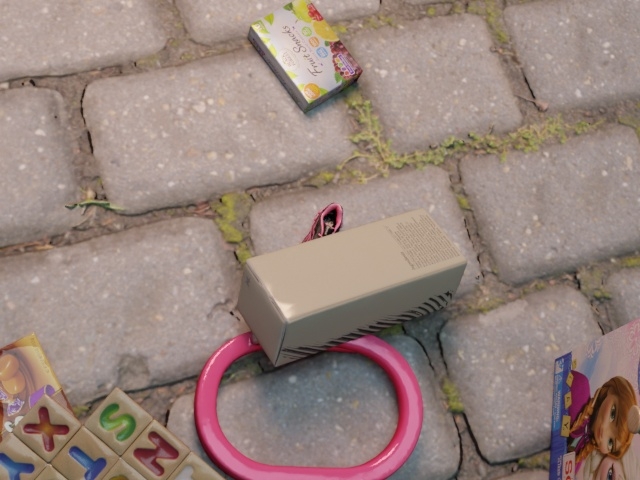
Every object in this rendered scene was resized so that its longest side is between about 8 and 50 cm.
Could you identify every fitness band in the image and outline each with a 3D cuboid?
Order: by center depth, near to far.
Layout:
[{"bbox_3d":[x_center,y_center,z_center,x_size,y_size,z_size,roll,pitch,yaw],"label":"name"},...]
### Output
[{"bbox_3d":[-0.013,0.210,1.351,0.291,0.054,0.209,4,72,-11],"label":"fitness band"}]

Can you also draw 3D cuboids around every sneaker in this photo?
[{"bbox_3d":[0.000,0.000,1.421,0.047,0.057,0.119,24,69,-7],"label":"sneaker"}]

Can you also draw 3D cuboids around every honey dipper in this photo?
[{"bbox_3d":[0.403,0.195,1.128,0.161,0.030,0.030,6,71,-10],"label":"honey dipper"}]

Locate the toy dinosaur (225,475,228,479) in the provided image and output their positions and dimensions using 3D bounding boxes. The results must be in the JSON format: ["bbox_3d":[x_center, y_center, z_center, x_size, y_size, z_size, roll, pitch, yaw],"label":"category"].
[{"bbox_3d":[-0.142,0.370,1.267,0.092,0.053,0.183,41,68,3],"label":"toy dinosaur"}]

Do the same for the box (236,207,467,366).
[{"bbox_3d":[0.041,0.055,1.354,0.275,0.094,0.113,-16,52,-27],"label":"box"}]

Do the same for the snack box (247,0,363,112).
[{"bbox_3d":[-0.022,-0.264,1.513,0.100,0.037,0.141,-34,83,-20],"label":"snack box"}]

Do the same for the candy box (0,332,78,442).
[{"bbox_3d":[-0.347,0.218,1.267,0.109,0.053,0.186,-25,79,-18],"label":"candy box"}]

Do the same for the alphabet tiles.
[{"bbox_3d":[-0.240,0.349,1.217,0.342,0.011,0.285,41,84,-3],"label":"alphabet tiles"}]

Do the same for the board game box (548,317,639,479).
[{"bbox_3d":[0.365,0.266,1.282,0.066,0.318,0.318,11,69,-9],"label":"board game box"}]
